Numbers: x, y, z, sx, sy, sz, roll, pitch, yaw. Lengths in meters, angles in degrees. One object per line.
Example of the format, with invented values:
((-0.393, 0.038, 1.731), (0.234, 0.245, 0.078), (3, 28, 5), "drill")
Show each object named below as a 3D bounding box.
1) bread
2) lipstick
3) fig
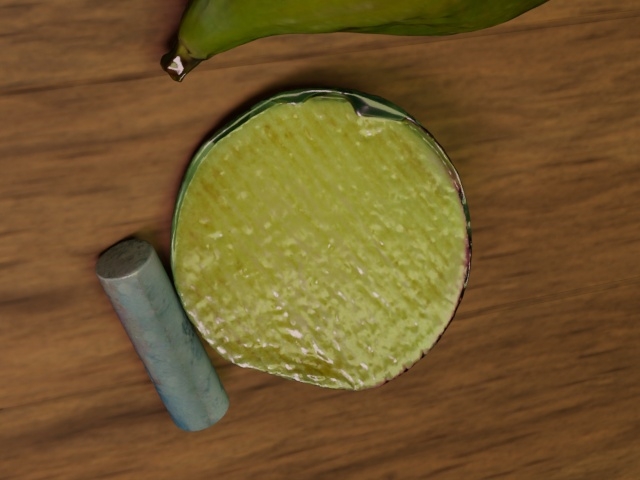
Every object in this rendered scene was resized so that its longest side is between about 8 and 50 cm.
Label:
((0.000, 0.000, 1.338), (0.228, 0.033, 0.228), (-1, 95, -8), "bread")
((-0.117, 0.071, 1.351), (0.048, 0.048, 0.158), (-33, 126, -13), "lipstick")
((0.045, -0.205, 1.193), (0.314, 0.233, 0.233), (-48, 128, -8), "fig")
